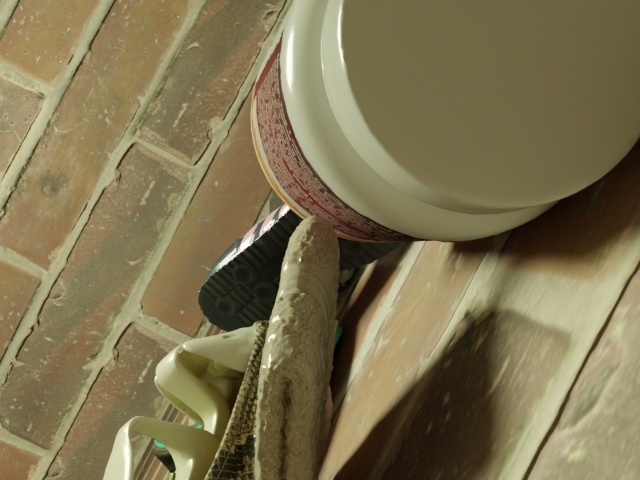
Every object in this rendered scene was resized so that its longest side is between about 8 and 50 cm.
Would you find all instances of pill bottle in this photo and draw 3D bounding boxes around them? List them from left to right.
[{"bbox_3d":[0.074,-0.109,0.753,0.224,0.224,0.392,-63,7,-4],"label":"pill bottle"}]

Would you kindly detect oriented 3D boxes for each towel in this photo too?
[{"bbox_3d":[-0.018,0.146,0.790,0.187,0.049,0.282,-81,-4,-58],"label":"towel"}]

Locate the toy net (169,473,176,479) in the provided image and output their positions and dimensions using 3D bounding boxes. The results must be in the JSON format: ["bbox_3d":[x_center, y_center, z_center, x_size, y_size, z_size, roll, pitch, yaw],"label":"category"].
[{"bbox_3d":[-0.199,0.401,1.445,0.232,0.045,0.122,-108,33,-73],"label":"toy net"}]

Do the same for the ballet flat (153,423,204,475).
[{"bbox_3d":[-0.150,0.282,1.360,0.095,0.096,0.280,-15,-9,-27],"label":"ballet flat"}]

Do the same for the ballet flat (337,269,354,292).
[{"bbox_3d":[0.036,0.021,1.333,0.114,0.041,0.041,-66,8,-29],"label":"ballet flat"}]

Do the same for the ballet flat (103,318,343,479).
[{"bbox_3d":[-0.107,0.207,1.035,0.164,0.182,0.483,-57,8,41],"label":"ballet flat"}]

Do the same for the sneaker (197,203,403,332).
[{"bbox_3d":[-0.005,-0.017,1.167,0.319,0.112,0.131,-30,19,29],"label":"sneaker"}]

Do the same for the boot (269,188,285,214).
[{"bbox_3d":[0.000,0.000,1.295,0.263,0.091,0.229,-12,55,48],"label":"boot"}]
